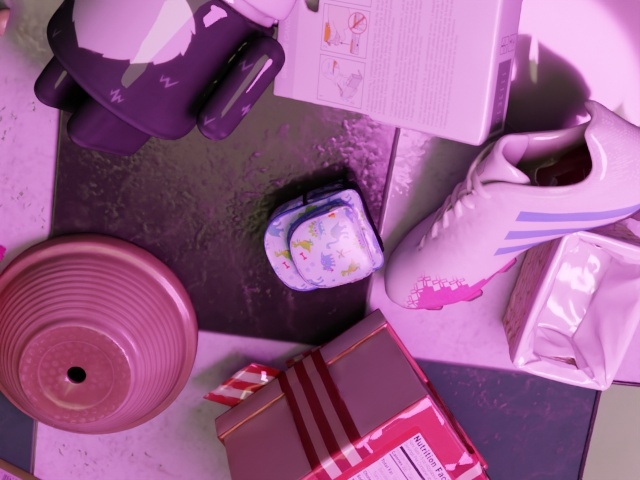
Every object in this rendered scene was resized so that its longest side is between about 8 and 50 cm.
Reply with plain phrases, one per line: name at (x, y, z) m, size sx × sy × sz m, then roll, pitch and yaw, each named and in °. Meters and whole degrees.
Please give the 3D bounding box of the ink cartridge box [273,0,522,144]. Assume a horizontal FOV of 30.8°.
ink cartridge box at (0.076, -0.250, 1.127) m, size 0.239 × 0.060 × 0.275 m, roll 17°, pitch 114°, yaw 29°

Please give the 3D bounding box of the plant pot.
plant pot at (-0.253, 0.119, 1.249) m, size 0.237 × 0.110 × 0.237 m, roll -1°, pitch 110°, yaw -2°

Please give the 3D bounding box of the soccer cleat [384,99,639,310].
soccer cleat at (0.172, -0.039, 1.154) m, size 0.331 × 0.116 × 0.143 m, roll -28°, pitch 133°, yaw 32°

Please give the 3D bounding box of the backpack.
backpack at (0.000, 0.000, 1.224) m, size 0.114 × 0.084 × 0.105 m, roll -19°, pitch 108°, yaw 8°

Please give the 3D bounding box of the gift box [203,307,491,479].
gift box at (0.026, 0.248, 1.225) m, size 0.276 × 0.258 × 0.255 m, roll -29°, pitch 109°, yaw 1°

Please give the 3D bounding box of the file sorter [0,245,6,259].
file sorter at (-0.471, 0.089, 1.137) m, size 0.182 × 0.290 × 0.202 m, roll 32°, pitch 107°, yaw -10°

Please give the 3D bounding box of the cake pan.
cake pan at (0.280, -0.201, 1.172) m, size 0.293 × 0.054 × 0.293 m, roll -1°, pitch 111°, yaw -2°

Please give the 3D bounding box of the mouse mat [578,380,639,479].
mouse mat at (0.406, 0.239, 1.369) m, size 0.190 × 0.007 × 0.152 m, roll 5°, pitch 111°, yaw -5°

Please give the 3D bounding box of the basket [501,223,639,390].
basket at (0.274, 0.057, 1.244) m, size 0.113 × 0.103 × 0.167 m, roll 16°, pitch 110°, yaw -8°

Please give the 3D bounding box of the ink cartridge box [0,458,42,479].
ink cartridge box at (-0.448, 0.362, 1.343) m, size 0.189 × 0.097 × 0.255 m, roll 31°, pitch 106°, yaw -13°

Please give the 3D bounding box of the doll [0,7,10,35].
doll at (-0.386, -0.266, 1.116) m, size 0.189 × 0.046 × 0.129 m, roll 17°, pitch 109°, yaw -21°

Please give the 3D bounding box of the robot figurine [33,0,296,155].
robot figurine at (-0.144, -0.208, 1.092) m, size 0.209 × 0.173 × 0.278 m, roll 39°, pitch 106°, yaw -18°
